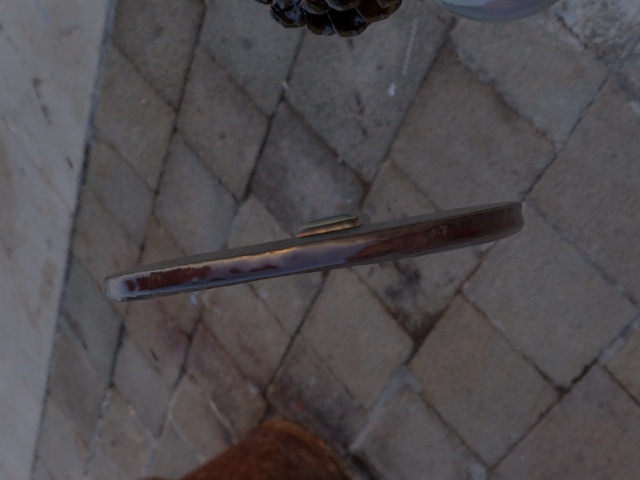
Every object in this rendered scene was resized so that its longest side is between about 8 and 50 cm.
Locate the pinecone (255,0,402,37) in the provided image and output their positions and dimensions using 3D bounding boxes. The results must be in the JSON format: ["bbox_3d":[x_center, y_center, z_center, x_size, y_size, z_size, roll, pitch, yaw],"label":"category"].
[{"bbox_3d":[0.021,-0.362,1.169,0.243,0.243,0.257,63,152,-2],"label":"pinecone"}]

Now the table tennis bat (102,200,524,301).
[{"bbox_3d":[0.000,0.000,0.474,0.301,0.173,0.022,-27,-73,-86],"label":"table tennis bat"}]

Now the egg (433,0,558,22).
[{"bbox_3d":[0.140,-0.221,0.795,0.103,0.135,0.103,170,90,-84],"label":"egg"}]
